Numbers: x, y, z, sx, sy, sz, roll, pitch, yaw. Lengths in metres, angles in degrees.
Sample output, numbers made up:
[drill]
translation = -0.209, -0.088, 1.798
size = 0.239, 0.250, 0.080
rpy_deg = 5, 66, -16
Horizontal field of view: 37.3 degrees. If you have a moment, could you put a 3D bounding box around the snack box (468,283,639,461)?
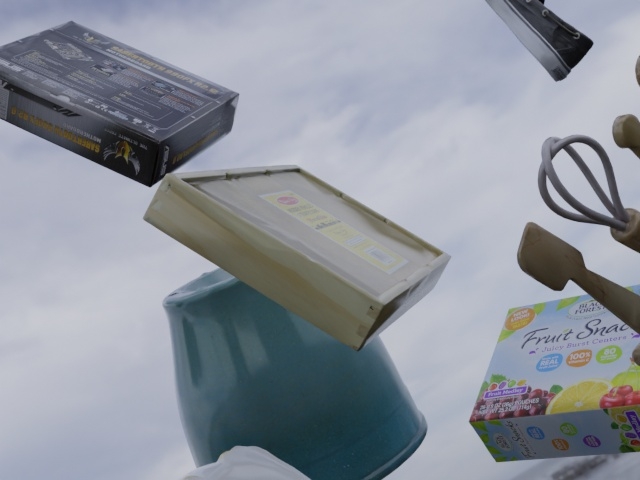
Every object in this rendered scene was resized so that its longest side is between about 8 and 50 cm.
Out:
[snack box]
translation = 0.273, 0.130, 0.955
size = 0.207, 0.070, 0.174
rpy_deg = -13, 31, 37

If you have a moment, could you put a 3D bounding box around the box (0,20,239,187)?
[box]
translation = -0.231, -0.155, 1.028
size = 0.183, 0.231, 0.056
rpy_deg = -49, -20, -58

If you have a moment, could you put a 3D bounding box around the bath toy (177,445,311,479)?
[bath toy]
translation = -0.130, 0.180, 0.354
size = 0.348, 0.151, 0.129
rpy_deg = -10, -58, -49

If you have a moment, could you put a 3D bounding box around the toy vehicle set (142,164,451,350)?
[toy vehicle set]
translation = 0.000, 0.000, 0.721
size = 0.035, 0.166, 0.267
rpy_deg = -62, -12, 13

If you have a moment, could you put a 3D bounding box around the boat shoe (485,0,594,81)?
[boat shoe]
translation = 0.254, -0.299, 1.178
size = 0.076, 0.228, 0.080
rpy_deg = -40, -31, 17

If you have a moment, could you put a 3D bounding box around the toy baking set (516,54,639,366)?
[toy baking set]
translation = 0.227, -0.016, 0.664
size = 0.256, 0.196, 0.030
rpy_deg = -42, 22, -27

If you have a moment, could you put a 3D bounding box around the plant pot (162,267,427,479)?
[plant pot]
translation = -0.051, 0.146, 1.083
size = 0.272, 0.255, 0.271
rpy_deg = -23, 7, 3
